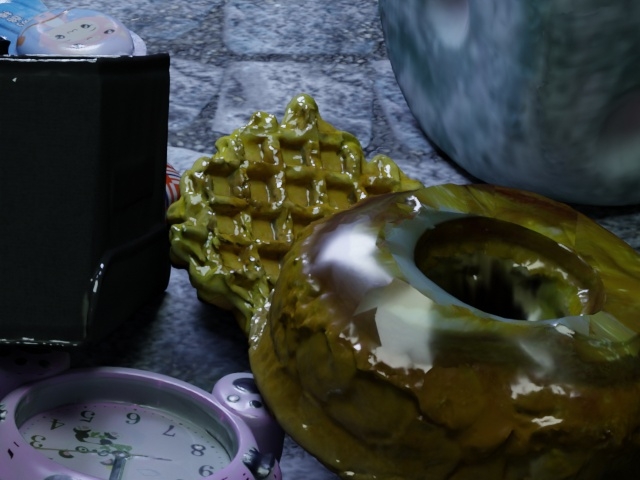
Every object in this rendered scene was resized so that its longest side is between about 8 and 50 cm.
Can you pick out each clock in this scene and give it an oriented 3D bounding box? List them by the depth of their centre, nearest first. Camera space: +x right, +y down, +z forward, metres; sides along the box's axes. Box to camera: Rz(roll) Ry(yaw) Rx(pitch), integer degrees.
[{"bbox_3d":[-0.139,0.164,1.326,0.227,0.090,0.248,10,23,-2],"label":"clock"}]

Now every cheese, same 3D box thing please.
[{"bbox_3d":[-0.278,-0.210,2.007,0.244,0.052,0.135,26,40,35],"label":"cheese"}]

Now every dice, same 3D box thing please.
[{"bbox_3d":[0.269,-0.249,1.813,0.348,0.330,0.328,-13,34,-23],"label":"dice"}]

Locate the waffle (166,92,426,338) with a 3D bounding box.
[{"bbox_3d":[0.000,0.000,1.564,0.238,0.059,0.243,43,52,4],"label":"waffle"}]

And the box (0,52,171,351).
[{"bbox_3d":[-0.261,-0.042,1.472,0.251,0.204,0.345,1,6,4],"label":"box"}]

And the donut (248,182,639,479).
[{"bbox_3d":[0.120,0.070,1.403,0.330,0.160,0.330,15,38,-12],"label":"donut"}]

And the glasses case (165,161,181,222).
[{"bbox_3d":[-0.194,-0.073,1.786,0.073,0.049,0.194,-23,38,-33],"label":"glasses case"}]
